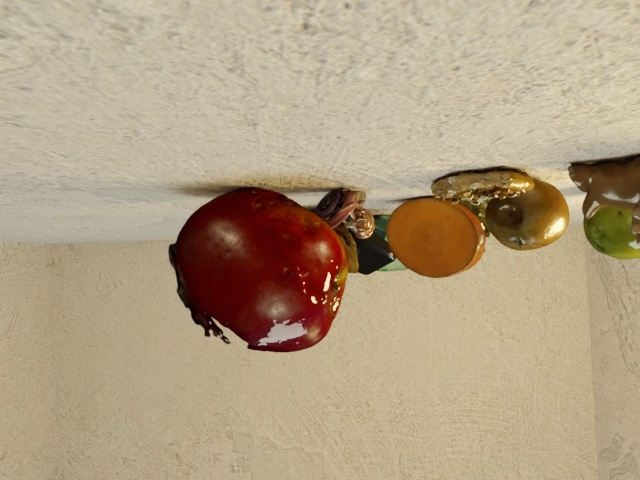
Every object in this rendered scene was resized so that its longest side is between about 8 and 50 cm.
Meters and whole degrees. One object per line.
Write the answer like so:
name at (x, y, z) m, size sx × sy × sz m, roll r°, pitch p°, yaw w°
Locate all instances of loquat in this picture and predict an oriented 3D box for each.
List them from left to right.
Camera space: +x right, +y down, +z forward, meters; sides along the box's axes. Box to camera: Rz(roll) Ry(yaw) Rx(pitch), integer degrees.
loquat at (0.495, -0.060, 1.162) m, size 0.179 × 0.179 × 0.227 m, roll -4°, pitch 180°, yaw 42°

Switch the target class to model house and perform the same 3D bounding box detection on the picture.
model house at (0.259, -0.017, 2.140) m, size 0.280 × 0.230 × 0.249 m, roll 4°, pitch -161°, yaw -47°

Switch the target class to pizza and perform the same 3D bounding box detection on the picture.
pizza at (0.333, -0.110, 1.041) m, size 0.226 × 0.069 × 0.147 m, roll -3°, pitch 180°, yaw 27°

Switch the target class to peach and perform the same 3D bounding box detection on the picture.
peach at (-0.142, 0.058, 1.135) m, size 0.417 × 0.353 × 0.339 m, roll 13°, pitch -176°, yaw 21°

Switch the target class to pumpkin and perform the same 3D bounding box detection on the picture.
pumpkin at (0.450, -0.061, 1.591) m, size 0.190 × 0.139 × 0.280 m, roll -6°, pitch 175°, yaw 9°

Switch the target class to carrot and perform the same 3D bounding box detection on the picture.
carrot at (0.347, -0.010, 1.459) m, size 0.307 × 0.258 × 0.100 m, roll 0°, pitch -161°, yaw 44°

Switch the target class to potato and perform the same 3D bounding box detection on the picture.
potato at (0.882, -0.050, 1.369) m, size 0.216 × 0.215 × 0.304 m, roll -2°, pitch 179°, yaw -4°

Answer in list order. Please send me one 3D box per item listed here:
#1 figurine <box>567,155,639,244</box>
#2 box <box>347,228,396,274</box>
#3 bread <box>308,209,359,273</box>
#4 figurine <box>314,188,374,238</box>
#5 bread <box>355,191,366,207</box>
figurine at (0.613, -0.071, 0.919) m, size 0.247 × 0.173 × 0.177 m, roll -4°, pitch 178°, yaw 33°
box at (0.128, 0.013, 1.879) m, size 0.290 × 0.073 × 0.289 m, roll 34°, pitch 155°, yaw -7°
bread at (0.000, 0.000, 1.711) m, size 0.277 × 0.167 × 0.324 m, roll 6°, pitch 160°, yaw 19°
figurine at (0.071, -0.068, 1.206) m, size 0.157 × 0.114 × 0.126 m, roll 14°, pitch -170°, yaw -16°
bread at (0.082, -0.095, 1.292) m, size 0.043 × 0.062 × 0.109 m, roll 0°, pitch 174°, yaw -29°
